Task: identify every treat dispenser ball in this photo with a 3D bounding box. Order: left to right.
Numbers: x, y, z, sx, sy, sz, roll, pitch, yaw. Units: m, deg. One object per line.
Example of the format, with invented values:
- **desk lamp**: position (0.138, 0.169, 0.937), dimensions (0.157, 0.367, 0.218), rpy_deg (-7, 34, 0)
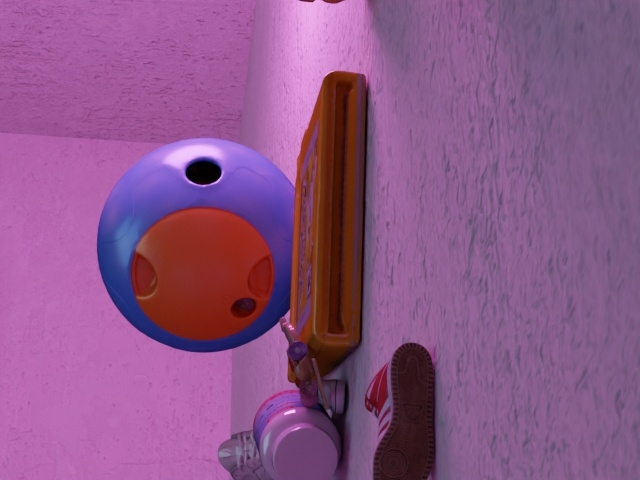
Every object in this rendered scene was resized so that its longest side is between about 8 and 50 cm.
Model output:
- **treat dispenser ball**: position (-0.156, 0.007, 1.757), dimensions (0.288, 0.288, 0.288), rpy_deg (-177, 90, -84)

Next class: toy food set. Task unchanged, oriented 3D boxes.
- **toy food set**: position (-0.023, 0.132, 1.347), dimensions (0.122, 0.019, 0.078), rpy_deg (-139, 33, -70)

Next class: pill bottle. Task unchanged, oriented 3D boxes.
- **pill bottle**: position (-0.024, 0.213, 1.377), dimensions (0.160, 0.087, 0.087), rpy_deg (-154, 68, -82)

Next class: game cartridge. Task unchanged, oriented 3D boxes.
- **game cartridge**: position (0.000, 0.000, 1.445), dimensions (0.323, 0.053, 0.285), rpy_deg (122, 151, -74)

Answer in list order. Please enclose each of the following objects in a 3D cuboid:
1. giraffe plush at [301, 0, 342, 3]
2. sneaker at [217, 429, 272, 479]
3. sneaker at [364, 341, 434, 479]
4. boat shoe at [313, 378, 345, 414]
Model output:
- **giraffe plush**: position (-0.006, -0.367, 1.326), dimensions (0.170, 0.210, 0.181), rpy_deg (-46, 15, 26)
- **sneaker**: position (-0.068, 0.264, 1.605), dimensions (0.232, 0.115, 0.090), rpy_deg (106, 166, -63)
- **sneaker**: position (0.054, 0.137, 0.931), dimensions (0.067, 0.042, 0.118), rpy_deg (122, 158, -69)
- **boat shoe**: position (0.005, 0.161, 1.375), dimensions (0.100, 0.035, 0.035), rpy_deg (-158, 72, -83)
